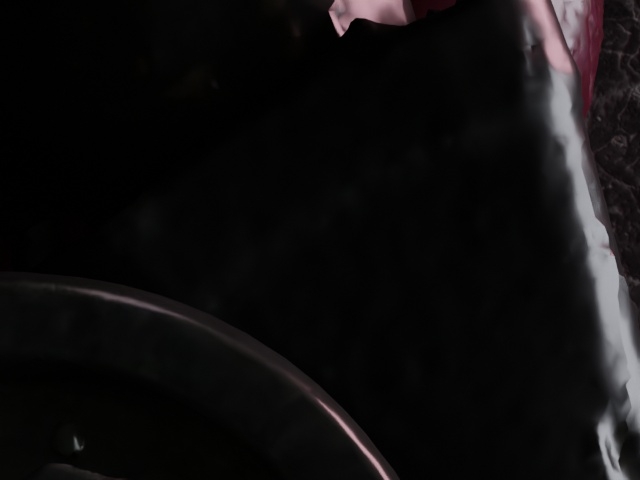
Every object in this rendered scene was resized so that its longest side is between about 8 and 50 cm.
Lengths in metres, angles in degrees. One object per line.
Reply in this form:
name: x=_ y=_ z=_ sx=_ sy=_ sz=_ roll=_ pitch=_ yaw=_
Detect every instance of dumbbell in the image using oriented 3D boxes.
dumbbell: x=-0.078 y=0.146 z=0.453 sx=0.406 sy=0.179 sz=0.179 roll=108 pitch=-19 yaw=-64

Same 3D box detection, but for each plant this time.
plant: x=0.000 y=0.000 z=0.510 sx=0.256 sy=0.164 sz=0.142 roll=60 pitch=-7 yaw=0

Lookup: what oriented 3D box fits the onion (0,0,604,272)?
onion: x=-0.006 y=-0.093 z=0.776 sx=0.348 sy=0.385 sz=0.347 roll=-10 pitch=-105 yaw=43
